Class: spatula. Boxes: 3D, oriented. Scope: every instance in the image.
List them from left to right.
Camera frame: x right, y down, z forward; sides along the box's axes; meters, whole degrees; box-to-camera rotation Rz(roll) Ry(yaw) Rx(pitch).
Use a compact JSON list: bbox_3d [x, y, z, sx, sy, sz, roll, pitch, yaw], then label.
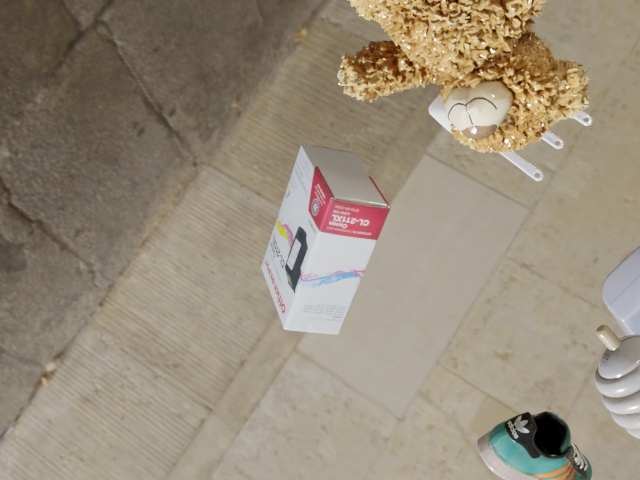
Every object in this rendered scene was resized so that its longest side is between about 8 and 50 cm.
[{"bbox_3d":[0.320,-0.217,1.353,0.168,0.242,0.019,-50,160,4],"label":"spatula"}]

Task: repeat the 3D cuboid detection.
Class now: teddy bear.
[{"bbox_3d":[0.111,-0.221,0.748,0.113,0.245,0.338,-63,139,-58],"label":"teddy bear"}]

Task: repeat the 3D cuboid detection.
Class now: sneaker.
[{"bbox_3d":[0.413,0.375,1.407,0.302,0.108,0.121,23,123,-39],"label":"sneaker"}]

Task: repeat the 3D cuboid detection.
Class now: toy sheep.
[{"bbox_3d":[0.269,0.116,0.642,0.091,0.132,0.091,-42,-178,2],"label":"toy sheep"}]

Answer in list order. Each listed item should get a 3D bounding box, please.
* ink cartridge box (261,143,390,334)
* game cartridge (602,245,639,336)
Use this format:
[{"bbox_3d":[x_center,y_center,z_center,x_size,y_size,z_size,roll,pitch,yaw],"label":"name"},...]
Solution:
[{"bbox_3d":[0.000,0.000,0.899,0.072,0.127,0.175,7,121,-23],"label":"ink cartridge box"},{"bbox_3d":[0.421,0.005,0.774,0.297,0.062,0.198,-37,133,10],"label":"game cartridge"}]
